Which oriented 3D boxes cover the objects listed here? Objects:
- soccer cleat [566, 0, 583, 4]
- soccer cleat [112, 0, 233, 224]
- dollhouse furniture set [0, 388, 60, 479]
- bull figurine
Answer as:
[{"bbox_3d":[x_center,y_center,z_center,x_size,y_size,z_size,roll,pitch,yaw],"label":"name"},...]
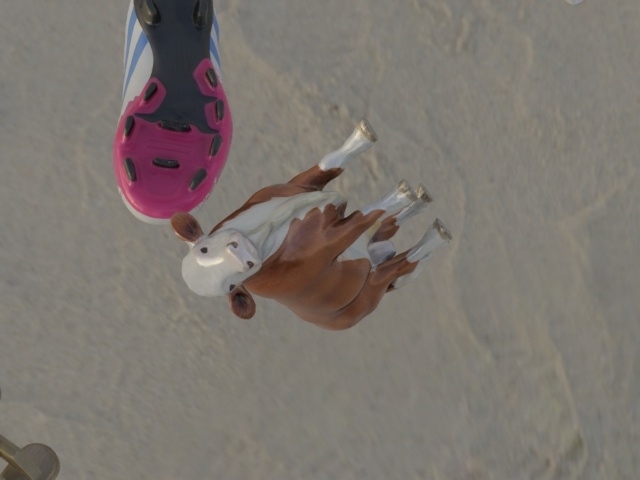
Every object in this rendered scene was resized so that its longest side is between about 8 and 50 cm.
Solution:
[{"bbox_3d":[0.242,-0.247,1.286,0.029,0.035,0.083,36,108,14],"label":"soccer cleat"},{"bbox_3d":[-0.150,-0.133,1.494,0.116,0.143,0.331,4,56,-7],"label":"soccer cleat"},{"bbox_3d":[-0.324,0.108,1.220,0.242,0.212,0.161,31,71,16],"label":"dollhouse furniture set"},{"bbox_3d":[0.000,0.000,1.249,0.188,0.310,0.101,-34,70,8],"label":"bull figurine"}]
